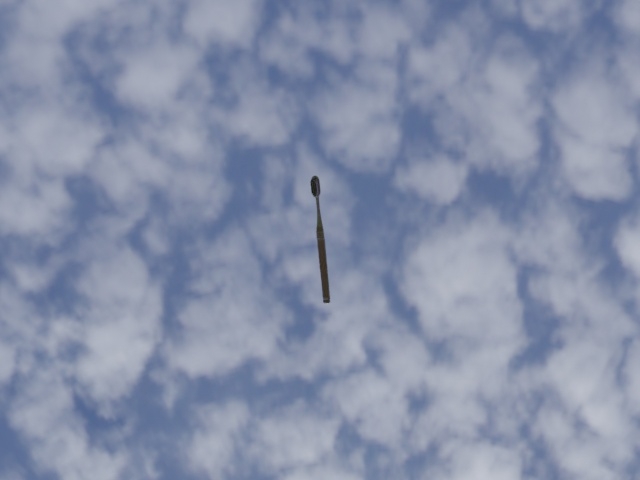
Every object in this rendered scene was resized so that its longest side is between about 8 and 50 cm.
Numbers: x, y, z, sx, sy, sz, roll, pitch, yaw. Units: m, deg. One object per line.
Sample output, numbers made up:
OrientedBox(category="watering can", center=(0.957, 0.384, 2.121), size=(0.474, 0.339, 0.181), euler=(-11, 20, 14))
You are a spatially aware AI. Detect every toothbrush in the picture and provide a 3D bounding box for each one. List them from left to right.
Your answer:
OrientedBox(category="toothbrush", center=(0.000, 0.000, 1.181), size=(0.006, 0.008, 0.097), euler=(-2, -78, 18))
